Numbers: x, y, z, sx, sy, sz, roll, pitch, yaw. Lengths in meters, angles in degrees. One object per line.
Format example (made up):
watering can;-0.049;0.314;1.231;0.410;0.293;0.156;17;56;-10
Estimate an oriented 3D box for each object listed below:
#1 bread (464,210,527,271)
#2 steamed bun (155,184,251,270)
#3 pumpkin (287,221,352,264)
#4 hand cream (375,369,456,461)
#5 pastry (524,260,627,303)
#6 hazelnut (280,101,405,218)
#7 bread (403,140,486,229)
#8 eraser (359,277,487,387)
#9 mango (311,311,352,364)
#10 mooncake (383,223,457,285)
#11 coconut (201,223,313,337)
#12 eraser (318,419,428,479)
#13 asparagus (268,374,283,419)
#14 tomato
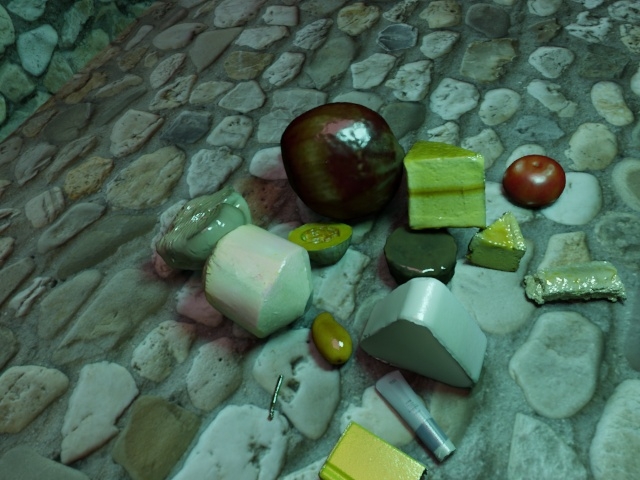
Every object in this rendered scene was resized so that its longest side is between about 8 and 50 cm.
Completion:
bread;0.526;-0.004;1.466;0.160;0.140;0.169;1;49;0
steamed bun;-0.374;-0.011;1.618;0.325;0.219;0.309;-23;31;25
pumpkin;0.006;0.017;1.573;0.218;0.109;0.217;-9;31;6
hand cream;0.245;0.449;1.231;0.080;0.048;0.255;-28;50;-17
pastry;0.728;0.119;1.368;0.259;0.089;0.121;-2;40;7
hazelnut;0.076;-0.259;1.580;0.421;0.420;0.352;18;42;24
bread;0.398;-0.208;1.525;0.245;0.233;0.361;-2;25;18
eraser;0.297;0.261;1.264;0.332;0.331;0.149;16;56;22
mango;0.028;0.279;1.383;0.102;0.084;0.184;-24;46;-9
mooncake;0.313;0.053;1.480;0.229;0.124;0.228;-7;46;7
coconut;-0.165;0.125;1.414;0.310;0.297;0.297;30;62;13
eraser;0.123;0.564;1.148;0.226;0.069;0.158;24;62;28
asparagus;-0.125;0.439;1.331;0.018;0.015;0.127;3;53;16
tomato;0.715;-0.204;1.587;0.195;0.136;0.195;-6;52;8
